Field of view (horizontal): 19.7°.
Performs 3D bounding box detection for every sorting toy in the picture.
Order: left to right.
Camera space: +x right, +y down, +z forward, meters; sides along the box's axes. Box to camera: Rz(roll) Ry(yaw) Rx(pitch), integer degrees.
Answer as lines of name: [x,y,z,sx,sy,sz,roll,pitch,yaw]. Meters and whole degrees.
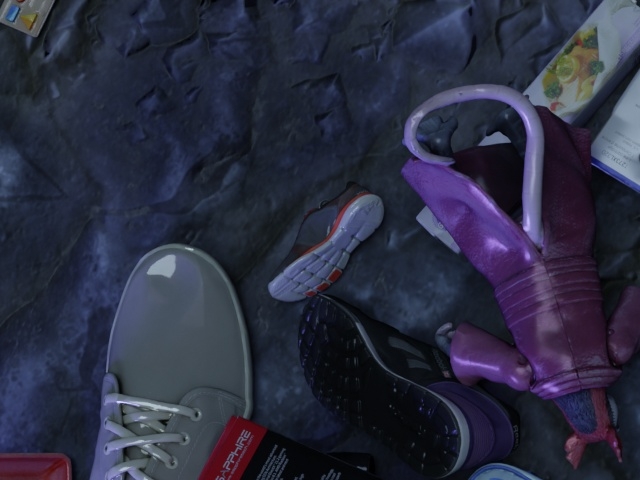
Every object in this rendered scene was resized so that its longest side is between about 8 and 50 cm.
sorting toy: [-0.338,-0.284,2.142,0.062,0.012,0.083,24,86,17]

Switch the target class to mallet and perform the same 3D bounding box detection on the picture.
mallet: [0.016,0.315,1.929,0.062,0.039,0.189,6,85,14]

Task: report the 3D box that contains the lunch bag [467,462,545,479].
lunch bag: [0.222,0.333,1.843,0.219,0.090,0.176,29,88,19]

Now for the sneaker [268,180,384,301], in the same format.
sneaker: [0.000,0.000,1.991,0.158,0.061,0.065,-43,46,2]

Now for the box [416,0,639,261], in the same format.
box: [0.231,-0.121,1.943,0.063,0.067,0.324,41,92,17]

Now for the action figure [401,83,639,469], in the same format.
action figure: [0.232,0.037,1.783,0.248,0.275,0.370,-18,77,-3]

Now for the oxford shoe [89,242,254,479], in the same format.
oxford shoe: [-0.172,0.220,1.945,0.169,0.130,0.449,5,79,16]

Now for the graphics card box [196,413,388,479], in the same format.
graphics card box: [0.030,0.344,1.775,0.371,0.094,0.232,20,67,20]

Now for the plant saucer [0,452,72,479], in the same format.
plant saucer: [-0.391,0.356,1.949,0.259,0.048,0.258,4,77,-29]

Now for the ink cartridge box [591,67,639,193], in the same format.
ink cartridge box: [0.446,-0.188,1.904,0.176,0.069,0.371,34,86,17]

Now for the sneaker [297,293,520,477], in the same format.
sneaker: [0.091,0.150,1.914,0.283,0.124,0.107,41,122,40]
